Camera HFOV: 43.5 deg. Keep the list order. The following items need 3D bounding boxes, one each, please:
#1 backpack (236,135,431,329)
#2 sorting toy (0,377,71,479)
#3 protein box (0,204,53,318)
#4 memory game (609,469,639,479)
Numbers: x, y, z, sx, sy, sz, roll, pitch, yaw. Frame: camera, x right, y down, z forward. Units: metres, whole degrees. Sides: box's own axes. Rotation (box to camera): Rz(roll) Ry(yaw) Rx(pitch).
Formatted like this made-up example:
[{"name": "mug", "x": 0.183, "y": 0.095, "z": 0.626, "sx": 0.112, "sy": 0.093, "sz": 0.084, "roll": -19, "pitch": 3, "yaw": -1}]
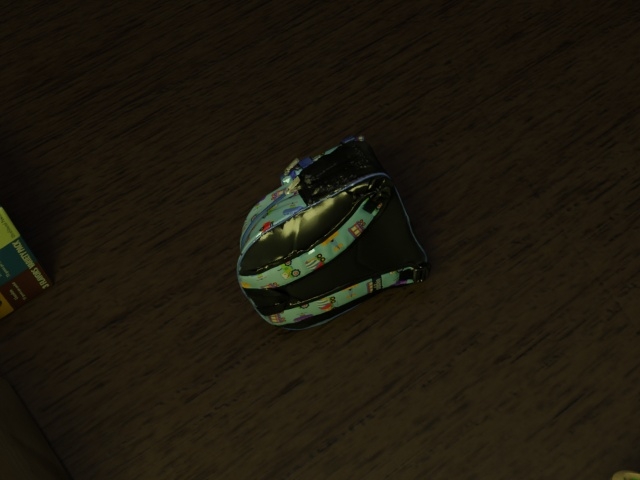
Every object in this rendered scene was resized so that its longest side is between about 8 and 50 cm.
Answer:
[{"name": "backpack", "x": 0.000, "y": 0.000, "z": 0.790, "sx": 0.173, "sy": 0.158, "sz": 0.117, "roll": -29, "pitch": 42, "yaw": 2}, {"name": "sorting toy", "x": -0.314, "y": 0.183, "z": 0.636, "sx": 0.089, "sy": 0.255, "sz": 0.257, "roll": -45, "pitch": 55, "yaw": -5}, {"name": "protein box", "x": -0.444, "y": 0.009, "z": 0.872, "sx": 0.201, "sy": 0.136, "sz": 0.200, "roll": -35, "pitch": 53, "yaw": -18}, {"name": "memory game", "x": 0.265, "y": 0.207, "z": 0.510, "sx": 0.186, "sy": 0.012, "sz": 0.186, "roll": 10, "pitch": 25, "yaw": -5}]
